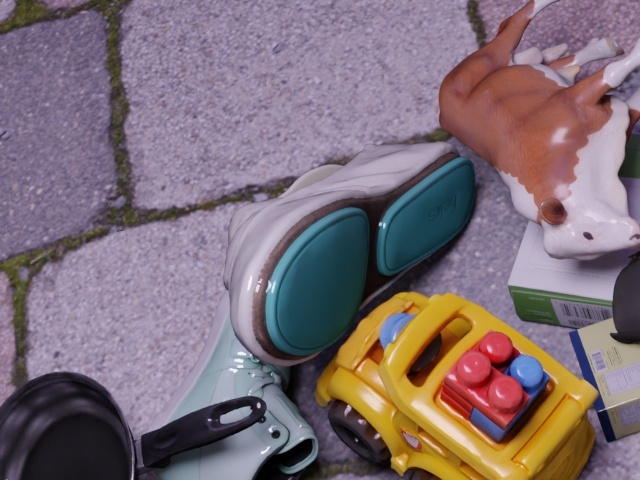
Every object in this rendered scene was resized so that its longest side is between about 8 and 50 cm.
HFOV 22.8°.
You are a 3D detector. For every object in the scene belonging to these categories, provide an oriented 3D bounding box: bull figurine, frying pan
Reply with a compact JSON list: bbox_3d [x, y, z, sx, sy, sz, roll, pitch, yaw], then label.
[{"bbox_3d":[0.207,-0.105,1.368,0.188,0.101,0.310,-44,36,2],"label":"bull figurine"},{"bbox_3d":[-0.188,0.174,1.384,0.326,0.053,0.197,-42,56,17],"label":"frying pan"}]

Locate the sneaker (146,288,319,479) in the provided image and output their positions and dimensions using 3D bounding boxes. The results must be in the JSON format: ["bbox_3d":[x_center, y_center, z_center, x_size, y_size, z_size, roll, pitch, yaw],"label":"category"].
[{"bbox_3d":[-0.034,0.123,1.394,0.151,0.094,0.256,21,76,37],"label":"sneaker"}]

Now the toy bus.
[{"bbox_3d":[0.108,0.116,1.258,0.220,0.211,0.149,37,72,18],"label":"toy bus"}]

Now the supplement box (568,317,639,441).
[{"bbox_3d":[0.262,0.109,1.320,0.083,0.056,0.083,-19,53,7],"label":"supplement box"}]

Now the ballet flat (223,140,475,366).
[{"bbox_3d":[0.000,0.000,1.349,0.139,0.139,0.400,11,23,26],"label":"ballet flat"}]

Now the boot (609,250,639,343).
[{"bbox_3d":[0.296,-0.010,1.263,0.137,0.077,0.198,-6,62,55],"label":"boot"}]

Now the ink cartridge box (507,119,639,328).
[{"bbox_3d":[0.251,-0.023,1.411,0.109,0.062,0.209,8,60,26],"label":"ink cartridge box"}]
